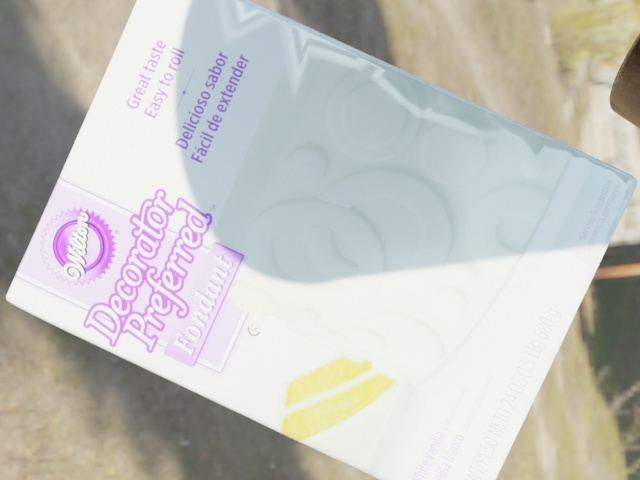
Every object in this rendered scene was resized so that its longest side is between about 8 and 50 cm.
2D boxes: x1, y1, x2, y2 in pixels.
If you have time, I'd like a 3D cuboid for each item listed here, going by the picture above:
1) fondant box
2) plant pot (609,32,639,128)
[{"bbox_3d":[0.000,0.000,0.919,0.096,0.330,0.238,-12,127,-83],"label":"fondant box"},{"bbox_3d":[0.353,-0.094,0.954,0.230,0.215,0.215,46,8,19],"label":"plant pot"}]
